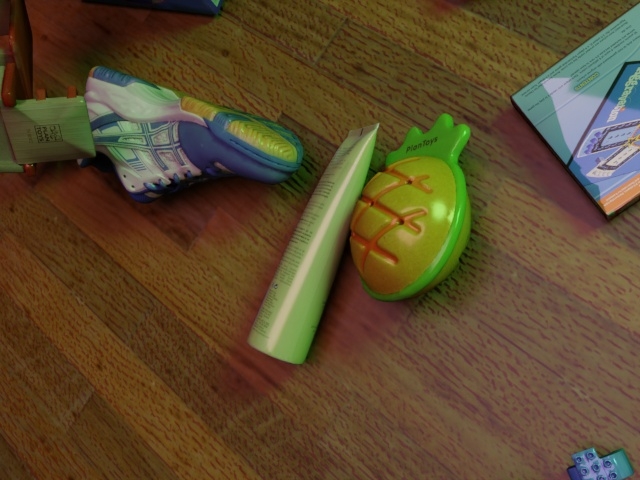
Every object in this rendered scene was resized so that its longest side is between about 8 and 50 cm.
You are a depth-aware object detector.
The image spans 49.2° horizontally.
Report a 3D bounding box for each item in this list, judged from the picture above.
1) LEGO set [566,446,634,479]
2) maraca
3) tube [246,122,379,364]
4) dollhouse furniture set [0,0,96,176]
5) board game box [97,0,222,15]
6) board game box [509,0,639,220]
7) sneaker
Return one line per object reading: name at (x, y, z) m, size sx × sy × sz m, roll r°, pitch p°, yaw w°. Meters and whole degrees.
LEGO set at (0.176, 0.221, 0.539) m, size 0.227 × 0.093 × 0.087 m, roll -26°, pitch 69°, yaw 16°
maraca at (0.084, -0.031, 0.636) m, size 0.127 × 0.099 × 0.185 m, roll -14°, pitch 55°, yaw 49°
tube at (0.000, 0.000, 0.682) m, size 0.070 × 0.062 × 0.240 m, roll 19°, pitch 87°, yaw 34°
dollhouse furniture set at (-0.318, -0.185, 0.740) m, size 0.135 × 0.262 × 0.259 m, roll -8°, pitch 48°, yaw -13°
board game box at (-0.272, -0.377, 0.729) m, size 0.233 × 0.347 × 0.078 m, roll 15°, pitch 79°, yaw 25°
board game box at (0.323, -0.155, 0.599) m, size 0.281 × 0.027 × 0.145 m, roll -36°, pitch 66°, yaw 12°
sneaker at (-0.148, -0.093, 0.760) m, size 0.297 × 0.112 × 0.130 m, roll 23°, pitch 99°, yaw 33°
